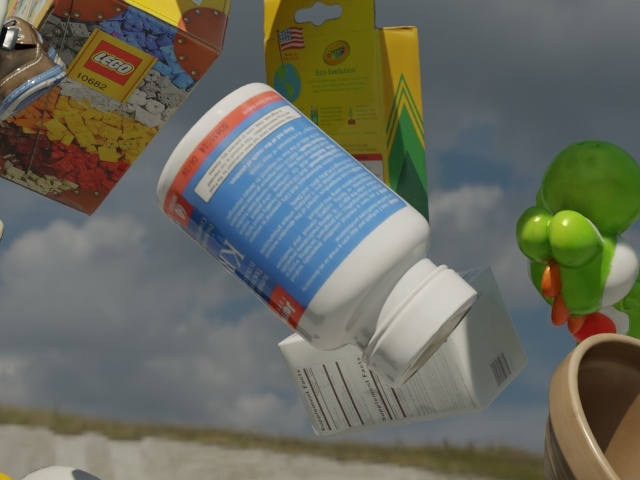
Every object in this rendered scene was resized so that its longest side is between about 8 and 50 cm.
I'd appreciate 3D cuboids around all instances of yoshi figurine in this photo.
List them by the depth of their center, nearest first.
[{"bbox_3d":[0.331,0.008,1.524,0.204,0.203,0.362,-26,-31,19],"label":"yoshi figurine"}]

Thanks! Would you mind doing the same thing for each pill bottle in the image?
[{"bbox_3d":[0.000,0.000,0.983,0.221,0.124,0.124,41,-20,13],"label":"pill bottle"}]

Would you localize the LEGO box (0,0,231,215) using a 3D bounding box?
[{"bbox_3d":[-0.265,-0.347,1.795,0.193,0.500,0.372,25,-43,-22],"label":"LEGO box"}]

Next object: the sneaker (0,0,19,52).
[{"bbox_3d":[-0.256,-0.128,0.775,0.153,0.094,0.235,19,-23,-30],"label":"sneaker"}]

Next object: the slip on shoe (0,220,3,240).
[{"bbox_3d":[-0.412,0.036,1.626,0.051,0.135,0.041,12,-21,29],"label":"slip on shoe"}]

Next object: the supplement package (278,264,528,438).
[{"bbox_3d":[0.098,0.136,1.649,0.244,0.133,0.139,-16,11,37],"label":"supplement package"}]

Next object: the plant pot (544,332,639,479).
[{"bbox_3d":[0.257,0.198,1.095,0.237,0.237,0.109,16,-51,-35],"label":"plant pot"}]

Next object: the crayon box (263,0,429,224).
[{"bbox_3d":[0.031,-0.153,1.729,0.202,0.318,0.081,3,10,44],"label":"crayon box"}]

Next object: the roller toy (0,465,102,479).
[{"bbox_3d":[-0.267,0.328,1.360,0.209,0.191,0.146,-2,17,31],"label":"roller toy"}]

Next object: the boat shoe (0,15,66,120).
[{"bbox_3d":[-0.258,-0.149,1.151,0.066,0.066,0.183,-35,17,-2],"label":"boat shoe"}]
